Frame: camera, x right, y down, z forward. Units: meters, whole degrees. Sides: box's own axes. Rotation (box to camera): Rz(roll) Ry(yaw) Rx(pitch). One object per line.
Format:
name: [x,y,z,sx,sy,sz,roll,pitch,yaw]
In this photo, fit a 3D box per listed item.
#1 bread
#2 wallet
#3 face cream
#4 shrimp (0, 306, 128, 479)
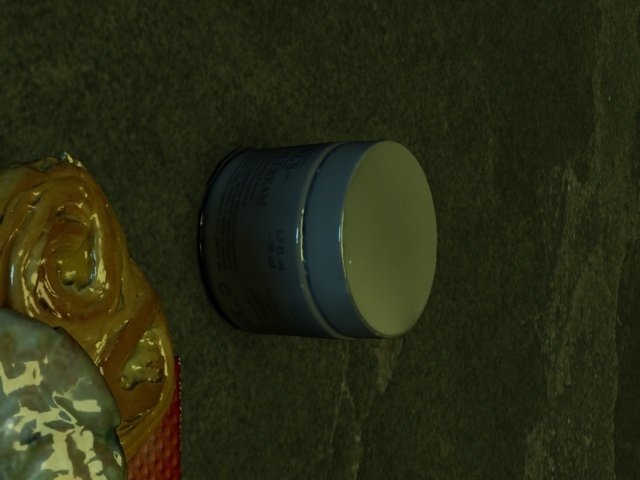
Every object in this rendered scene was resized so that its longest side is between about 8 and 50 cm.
bread: [-0.195,0.066,0.835,0.198,0.120,0.236,-54,133,-43]
wallet: [-0.150,0.197,1.000,0.103,0.020,0.197,-6,96,-57]
face cream: [0.000,0.000,1.106,0.177,0.153,0.177,0,90,-59]
shrimp: [-0.232,0.203,0.674,0.247,0.085,0.360,30,68,-29]
